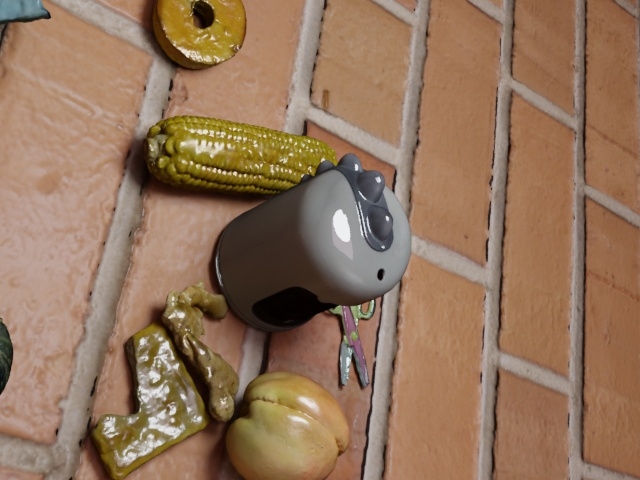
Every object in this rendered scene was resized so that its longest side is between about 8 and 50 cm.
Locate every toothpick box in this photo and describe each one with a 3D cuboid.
[{"bbox_3d":[0.000,0.000,1.330,0.229,0.316,0.229,15,65,-34],"label":"toothpick box"}]

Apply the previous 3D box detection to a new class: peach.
[{"bbox_3d":[-0.047,0.286,1.292,0.184,0.184,0.184,14,67,-35],"label":"peach"}]

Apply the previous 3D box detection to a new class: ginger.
[{"bbox_3d":[-0.178,0.159,1.299,0.176,0.053,0.193,40,36,-32],"label":"ginger"}]

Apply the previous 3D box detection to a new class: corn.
[{"bbox_3d":[-0.122,-0.133,1.408,0.363,0.120,0.120,0,75,-39],"label":"corn"}]

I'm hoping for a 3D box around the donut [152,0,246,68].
[{"bbox_3d":[-0.208,-0.364,1.457,0.162,0.065,0.178,31,59,-21],"label":"donut"}]

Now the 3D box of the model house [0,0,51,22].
[{"bbox_3d":[-0.554,-0.403,1.120,0.329,0.252,0.294,-17,110,-19],"label":"model house"}]

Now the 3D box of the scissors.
[{"bbox_3d":[0.054,0.162,1.511,0.134,0.020,0.187,12,67,-40],"label":"scissors"}]

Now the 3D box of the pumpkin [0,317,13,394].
[{"bbox_3d":[-0.458,0.130,1.031,0.190,0.146,0.190,40,24,-22],"label":"pumpkin"}]

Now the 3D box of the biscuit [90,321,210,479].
[{"bbox_3d":[-0.256,0.228,1.229,0.183,0.039,0.174,-32,97,-42],"label":"biscuit"}]
